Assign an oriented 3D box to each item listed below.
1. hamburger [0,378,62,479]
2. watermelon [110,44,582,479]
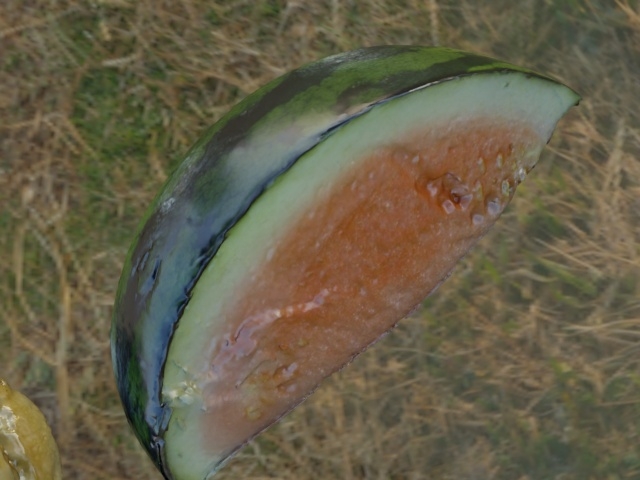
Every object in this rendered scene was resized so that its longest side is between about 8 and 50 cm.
[{"bbox_3d":[-0.222,0.149,0.679,0.214,0.108,0.213,3,99,20],"label":"hamburger"},{"bbox_3d":[-0.001,-0.001,0.572,0.245,0.119,0.063,-47,31,-4],"label":"watermelon"}]
